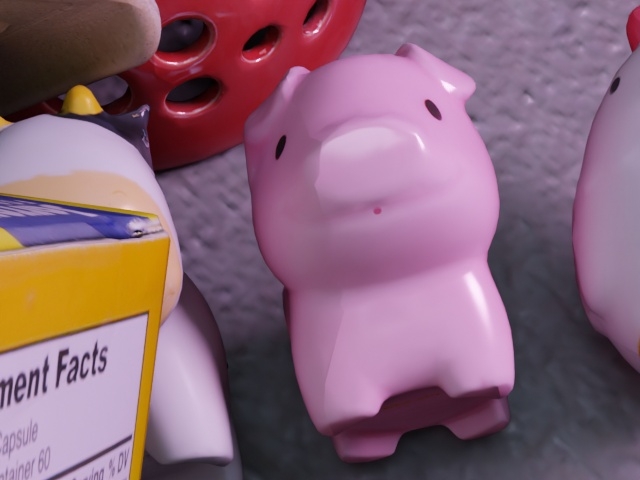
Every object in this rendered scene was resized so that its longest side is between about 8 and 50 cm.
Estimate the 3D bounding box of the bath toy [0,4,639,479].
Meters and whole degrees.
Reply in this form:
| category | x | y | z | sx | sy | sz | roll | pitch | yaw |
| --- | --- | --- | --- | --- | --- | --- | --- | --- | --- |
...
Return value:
| category | x | y | z | sx | sy | sz | roll | pitch | yaw |
| --- | --- | --- | --- | --- | --- | --- | --- | --- | --- |
| bath toy | 0.000 | 0.000 | 0.555 | 0.348 | 0.151 | 0.129 | -11 | 69 | -2 |

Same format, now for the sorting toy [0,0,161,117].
| category | x | y | z | sx | sy | sz | roll | pitch | yaw |
| --- | --- | --- | --- | --- | --- | --- | --- | --- | --- |
| sorting toy | -0.164 | -0.055 | 0.487 | 0.307 | 0.229 | 0.041 | -12 | 79 | 48 |

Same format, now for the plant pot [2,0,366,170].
| category | x | y | z | sx | sy | sz | roll | pitch | yaw |
| --- | --- | --- | --- | --- | --- | --- | --- | --- | --- |
| plant pot | -0.081 | -0.145 | 0.619 | 0.191 | 0.174 | 0.191 | -3 | 63 | 6 |

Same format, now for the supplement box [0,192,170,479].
| category | x | y | z | sx | sy | sz | roll | pitch | yaw |
| --- | --- | --- | --- | --- | --- | --- | --- | --- | --- |
| supplement box | -0.169 | 0.159 | 0.399 | 0.195 | 0.194 | 0.357 | 8 | 93 | 9 |
